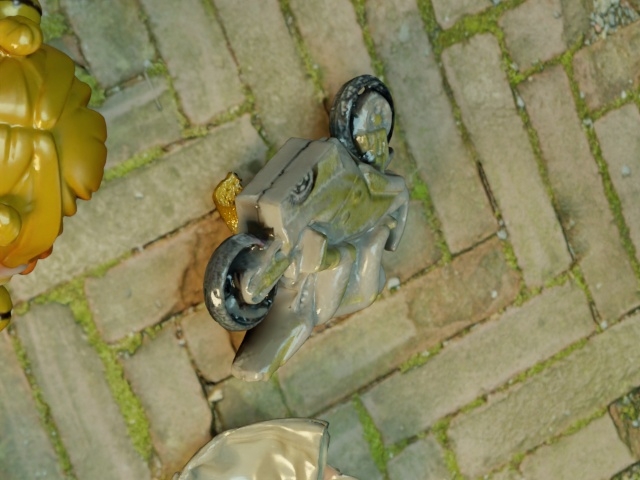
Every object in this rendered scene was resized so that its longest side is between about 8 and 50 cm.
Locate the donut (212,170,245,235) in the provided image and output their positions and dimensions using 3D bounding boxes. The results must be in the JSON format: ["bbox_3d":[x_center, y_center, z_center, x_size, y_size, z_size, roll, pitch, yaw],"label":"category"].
[{"bbox_3d":[-0.083,-0.031,1.567,0.038,0.083,0.067,-38,70,-9],"label":"donut"}]

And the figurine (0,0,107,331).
[{"bbox_3d":[-0.305,-0.077,1.310,0.196,0.323,0.320,7,81,-27],"label":"figurine"}]

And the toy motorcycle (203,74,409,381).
[{"bbox_3d":[0.000,0.000,1.563,0.341,0.107,0.223,-52,136,-34],"label":"toy motorcycle"}]

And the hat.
[{"bbox_3d":[-0.042,0.303,1.549,0.219,0.164,0.226,-60,150,-19],"label":"hat"}]
